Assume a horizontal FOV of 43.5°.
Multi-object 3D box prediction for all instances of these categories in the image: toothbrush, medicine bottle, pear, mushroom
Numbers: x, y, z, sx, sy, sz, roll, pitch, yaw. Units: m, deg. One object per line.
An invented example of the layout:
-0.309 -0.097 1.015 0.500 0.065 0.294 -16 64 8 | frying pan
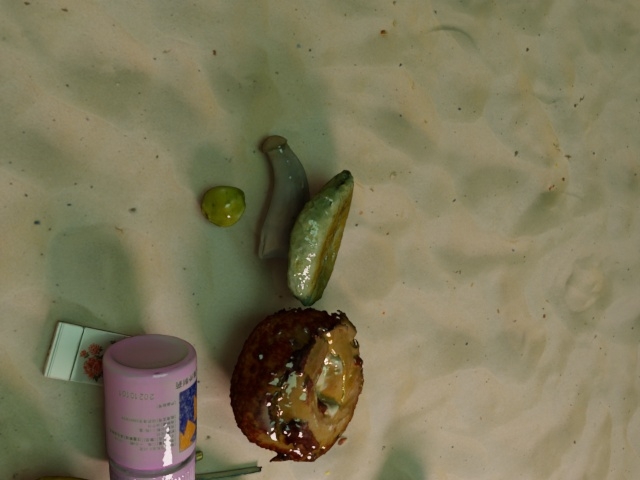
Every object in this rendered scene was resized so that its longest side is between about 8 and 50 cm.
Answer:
-0.255 0.515 1.732 0.295 0.026 0.028 -3 115 -33 | toothbrush
-0.327 0.345 1.552 0.178 0.178 0.290 -10 111 -32 | medicine bottle
-0.199 -0.076 1.677 0.097 0.092 0.092 -42 115 -22 | pear
-0.076 -0.094 1.753 0.118 0.103 0.269 3 84 -31 | mushroom

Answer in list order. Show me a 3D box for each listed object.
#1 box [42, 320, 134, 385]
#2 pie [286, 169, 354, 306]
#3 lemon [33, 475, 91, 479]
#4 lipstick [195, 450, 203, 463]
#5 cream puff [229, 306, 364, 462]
-0.437 0.231 1.584 0.198 0.029 0.109 18 85 -34 | box
0.000 0.000 1.736 0.071 0.323 0.323 17 83 11 | pie
-0.466 0.553 1.454 0.245 0.320 0.245 17 90 -74 | lemon
-0.297 0.472 1.696 0.116 0.037 0.037 -9 100 -36 | lipstick
-0.063 0.303 1.716 0.350 0.229 0.350 -10 102 -57 | cream puff
